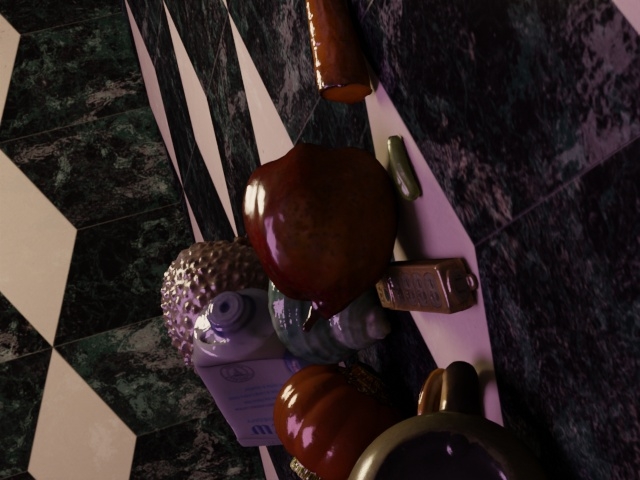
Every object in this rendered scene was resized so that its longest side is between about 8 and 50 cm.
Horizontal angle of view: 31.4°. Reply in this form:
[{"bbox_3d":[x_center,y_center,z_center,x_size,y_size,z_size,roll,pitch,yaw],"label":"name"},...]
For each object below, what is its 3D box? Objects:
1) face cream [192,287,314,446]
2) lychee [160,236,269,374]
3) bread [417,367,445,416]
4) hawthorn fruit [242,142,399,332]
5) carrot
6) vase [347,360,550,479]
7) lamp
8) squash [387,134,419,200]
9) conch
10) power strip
[{"bbox_3d":[-0.093,0.233,1.957,0.420,0.234,0.137,66,-160,-46],"label":"face cream"},{"bbox_3d":[-0.158,0.131,2.115,0.300,0.300,0.300,164,90,-76],"label":"lychee"},{"bbox_3d":[0.147,0.218,1.468,0.110,0.024,0.110,8,-90,-68],"label":"bread"},{"bbox_3d":[0.000,0.000,1.507,0.208,0.208,0.248,120,151,-71],"label":"hawthorn fruit"},{"bbox_3d":[0.012,-0.280,1.493,0.072,0.072,0.205,119,139,-71],"label":"carrot"},{"bbox_3d":[0.156,0.300,1.327,0.302,0.240,0.329,72,-156,-60],"label":"vase"},{"bbox_3d":[0.034,0.283,1.746,0.197,0.223,0.223,-58,26,7],"label":"lamp"},{"bbox_3d":[0.102,-0.090,1.428,0.027,0.027,0.089,113,141,-69],"label":"squash"},{"bbox_3d":[0.005,0.096,1.746,0.277,0.195,0.220,15,148,48],"label":"conch"},{"bbox_3d":[0.126,0.058,1.457,0.305,0.044,0.064,172,81,-77],"label":"power strip"}]
